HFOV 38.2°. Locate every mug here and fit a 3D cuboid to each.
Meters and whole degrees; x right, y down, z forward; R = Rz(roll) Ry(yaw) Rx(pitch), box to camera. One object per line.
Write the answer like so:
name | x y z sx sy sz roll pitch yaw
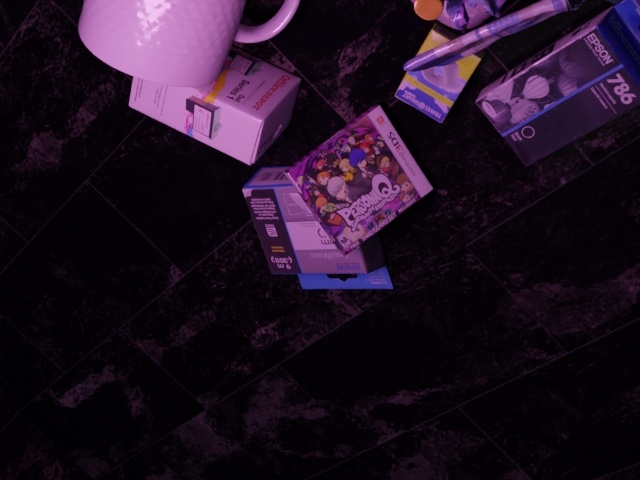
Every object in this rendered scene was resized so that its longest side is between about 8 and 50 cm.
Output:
mug | -0.213 -0.475 1.654 0.374 0.276 0.328 11 125 -21

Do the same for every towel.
towel | 0.292 -0.346 1.536 0.285 0.209 0.034 -20 96 25

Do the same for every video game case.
video game case | 0.078 -0.120 1.840 0.232 0.042 0.210 -37 107 -7

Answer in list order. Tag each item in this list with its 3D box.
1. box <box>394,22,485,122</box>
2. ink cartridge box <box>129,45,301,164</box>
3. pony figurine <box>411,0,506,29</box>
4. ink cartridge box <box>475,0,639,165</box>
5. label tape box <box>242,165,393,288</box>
box | 0.218 -0.305 1.736 0.109 0.042 0.178 31 130 2
ink cartridge box | -0.206 -0.295 1.840 0.278 0.201 0.117 26 131 6
pony figurine | 0.197 -0.474 1.462 0.351 0.363 0.302 24 125 -15
ink cartridge box | 0.454 -0.276 1.631 0.333 0.065 0.165 -32 105 37
label tape box | 0.000 0.000 2.019 0.241 0.106 0.333 -2 122 27
